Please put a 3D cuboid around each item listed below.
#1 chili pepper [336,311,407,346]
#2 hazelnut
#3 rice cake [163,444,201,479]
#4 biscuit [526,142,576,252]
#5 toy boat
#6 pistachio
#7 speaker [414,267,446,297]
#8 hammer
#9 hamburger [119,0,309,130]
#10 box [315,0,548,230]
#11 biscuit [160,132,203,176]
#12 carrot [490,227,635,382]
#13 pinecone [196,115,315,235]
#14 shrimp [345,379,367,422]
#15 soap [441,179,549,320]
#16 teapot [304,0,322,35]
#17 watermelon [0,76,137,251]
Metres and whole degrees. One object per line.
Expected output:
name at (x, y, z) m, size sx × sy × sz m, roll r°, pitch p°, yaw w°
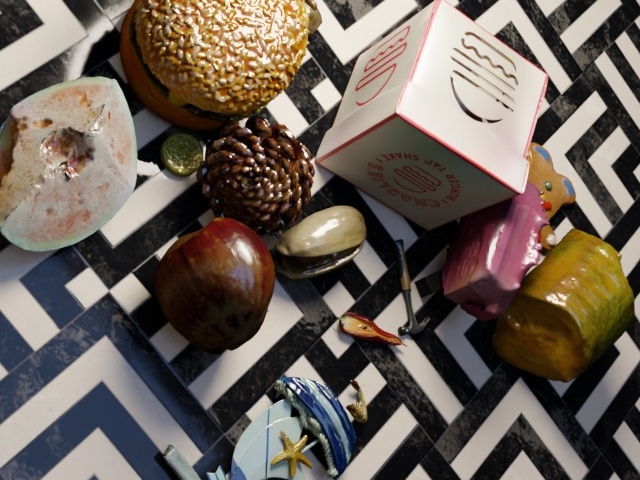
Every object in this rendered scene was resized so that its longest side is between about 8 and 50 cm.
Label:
chili pepper at (0.101, 0.182, 1.929) m, size 0.178 × 0.027 × 0.045 m, roll 20°, pitch 73°, yaw -25°
hazelnut at (-0.185, 0.084, 1.661) m, size 0.218 × 0.234 × 0.218 m, roll 11°, pitch 51°, yaw -13°
rice cake at (-0.210, 0.446, 1.678) m, size 0.033 × 0.033 × 0.208 m, roll -39°, pitch 99°, yaw -30°
biscuit at (0.484, -0.066, 2.206) m, size 0.205 × 0.049 × 0.324 m, roll 48°, pitch 61°, yaw -13°
toy boat at (-0.081, 0.386, 1.769) m, size 0.291 × 0.067 × 0.220 m, roll -30°, pitch 94°, yaw -21°
pistachio at (0.000, 0.000, 1.861) m, size 0.206 × 0.131 × 0.130 m, roll -23°, pitch 132°, yaw -29°
speaker at (0.290, 0.071, 2.056) m, size 0.191 × 0.046 × 0.040 m, roll -21°, pitch 83°, yaw -32°
hammer at (0.182, 0.096, 2.000) m, size 0.078 × 0.021 × 0.201 m, roll -5°, pitch 82°, yaw -32°
hamburger at (-0.194, -0.374, 1.756) m, size 0.330 × 0.250 × 0.330 m, roll 8°, pitch 74°, yaw -28°
box at (0.229, -0.245, 1.939) m, size 0.314 × 0.312 × 0.300 m, roll 30°, pitch 64°, yaw -20°
biscuit at (-0.260, -0.162, 1.800) m, size 0.084 × 0.023 × 0.084 m, roll 7°, pitch 76°, yaw -28°
carrot at (0.549, 0.139, 2.084) m, size 0.340 × 0.241 × 0.241 m, roll -39°, pitch 99°, yaw -29°
pinecone at (-0.113, -0.115, 1.775) m, size 0.221 × 0.221 × 0.221 m, roll 8°, pitch 75°, yaw -29°
shrimp at (0.066, 0.308, 1.852) m, size 0.114 × 0.023 × 0.083 m, roll 39°, pitch 39°, yaw -63°
soap at (0.354, 0.014, 1.961) m, size 0.127 × 0.220 × 0.325 m, roll 26°, pitch 64°, yaw -10°
teapot at (-0.025, -0.483, 1.988) m, size 0.080 × 0.085 × 0.110 m, roll 44°, pitch 41°, yaw -16°
watermelon at (-0.450, -0.121, 1.625) m, size 0.175 × 0.188 × 0.322 m, roll 30°, pitch 63°, yaw 29°
